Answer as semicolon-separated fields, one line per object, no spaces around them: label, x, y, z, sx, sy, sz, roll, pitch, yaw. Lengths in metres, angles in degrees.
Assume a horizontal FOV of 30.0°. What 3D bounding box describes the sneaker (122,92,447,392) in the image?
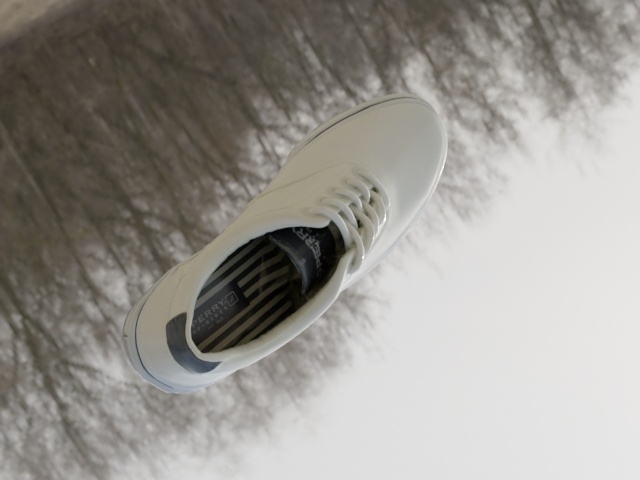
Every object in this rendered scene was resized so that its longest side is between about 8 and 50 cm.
sneaker;0.000;0.000;0.710;0.258;0.094;0.091;-45;-163;-24
